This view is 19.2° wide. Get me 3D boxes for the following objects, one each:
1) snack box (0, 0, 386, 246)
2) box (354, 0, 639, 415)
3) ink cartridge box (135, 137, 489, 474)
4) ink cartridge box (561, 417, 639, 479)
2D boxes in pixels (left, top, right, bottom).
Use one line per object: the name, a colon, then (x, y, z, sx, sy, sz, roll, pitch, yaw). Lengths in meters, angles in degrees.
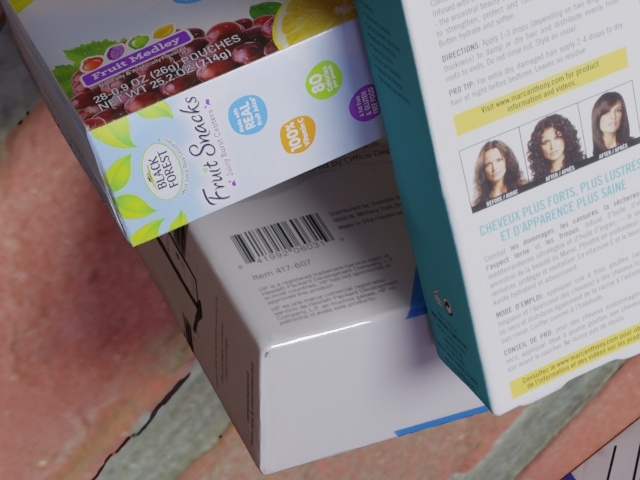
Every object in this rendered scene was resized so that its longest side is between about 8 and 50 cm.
snack box: (-0.026, -0.103, 0.850, 0.207, 0.174, 0.070, -23, 127, -10)
box: (0.079, -0.055, 0.772, 0.100, 0.060, 0.244, -23, 121, -14)
ink cartridge box: (0.000, 0.000, 0.927, 0.148, 0.203, 0.086, -14, 132, -18)
ink cartridge box: (0.205, 0.188, 1.259, 0.207, 0.097, 0.046, -40, 133, 4)
